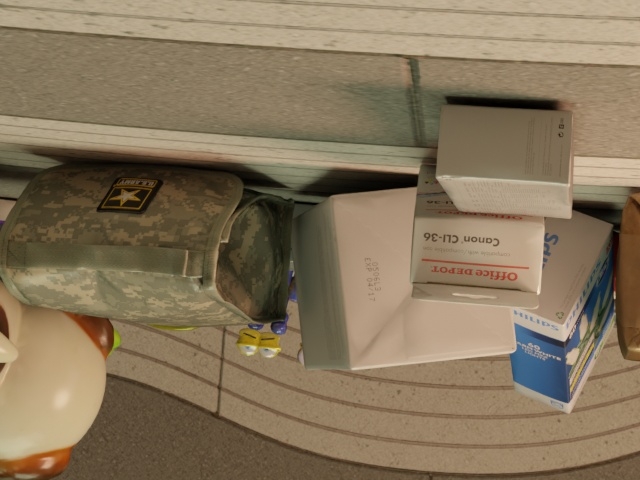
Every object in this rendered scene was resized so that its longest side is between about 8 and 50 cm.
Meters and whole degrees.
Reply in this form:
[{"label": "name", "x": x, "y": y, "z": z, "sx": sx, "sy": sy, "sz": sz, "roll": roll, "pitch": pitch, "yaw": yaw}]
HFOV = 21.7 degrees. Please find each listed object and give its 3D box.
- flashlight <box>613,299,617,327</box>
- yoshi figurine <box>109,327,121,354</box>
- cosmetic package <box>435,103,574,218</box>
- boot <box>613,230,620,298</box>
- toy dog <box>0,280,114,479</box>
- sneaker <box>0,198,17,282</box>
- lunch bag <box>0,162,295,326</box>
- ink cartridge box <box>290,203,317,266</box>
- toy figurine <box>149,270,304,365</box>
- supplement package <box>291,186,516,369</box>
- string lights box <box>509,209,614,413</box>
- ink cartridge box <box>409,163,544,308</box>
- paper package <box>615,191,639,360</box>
[{"label": "flashlight", "x": 0.566, "y": 0.085, "z": 2.419, "sx": 0.304, "sy": 0.103, "sz": 0.103, "roll": 4, "pitch": 174, "yaw": 5}, {"label": "yoshi figurine", "x": -0.277, "y": 0.060, "z": 2.446, "sx": 0.203, "sy": 0.203, "sz": 0.362, "roll": -10, "pitch": -177, "yaw": -37}, {"label": "cosmetic package", "x": 0.149, "y": -0.060, "z": 1.311, "sx": 0.099, "sy": 0.060, "sz": 0.239, "roll": 2, "pitch": 175, "yaw": 8}, {"label": "boot", "x": 0.415, "y": 0.018, "z": 1.979, "sx": 0.244, "sy": 0.088, "sz": 0.176, "roll": 19, "pitch": 151, "yaw": -39}, {"label": "toy dog", "x": -0.402, "y": 0.100, "z": 1.820, "sx": 0.395, "sy": 0.284, "sz": 0.408, "roll": -3, "pitch": 155, "yaw": 33}, {"label": "sneaker", "x": -0.522, "y": 0.061, "z": 2.258, "sx": 0.323, "sy": 0.236, "sz": 0.130, "roll": 1, "pitch": 174, "yaw": 27}, {"label": "lunch bag", "x": -0.176, "y": 0.006, "z": 1.744, "sx": 0.235, "sy": 0.169, "sz": 0.287, "roll": 4, "pitch": 180, "yaw": 14}, {"label": "ink cartridge box", "x": 0.000, "y": 0.000, "z": 2.064, "sx": 0.127, "sy": 0.072, "sz": 0.175, "roll": 5, "pitch": 175, "yaw": -9}, {"label": "toy figurine", "x": -0.110, "y": 0.039, "z": 2.568, "sx": 0.363, "sy": 0.191, "sz": 0.217, "roll": 10, "pitch": 146, "yaw": 11}, {"label": "supplement package", "x": 0.079, "y": 0.043, "z": 1.777, "sx": 0.175, "sy": 0.177, "sz": 0.293, "roll": -6, "pitch": 177, "yaw": -10}, {"label": "string lights box", "x": 0.269, "y": 0.080, "z": 1.875, "sx": 0.077, "sy": 0.133, "sz": 0.259, "roll": 22, "pitch": 160, "yaw": 19}, {"label": "ink cartridge box", "x": 0.140, "y": -0.006, "z": 1.485, "sx": 0.115, "sy": 0.067, "sz": 0.198, "roll": 3, "pitch": -159, "yaw": 4}, {"label": "paper package", "x": 0.464, "y": 0.052, "z": 1.742, "sx": 0.309, "sy": 0.168, "sz": 0.325, "roll": 5, "pitch": 176, "yaw": 11}]
